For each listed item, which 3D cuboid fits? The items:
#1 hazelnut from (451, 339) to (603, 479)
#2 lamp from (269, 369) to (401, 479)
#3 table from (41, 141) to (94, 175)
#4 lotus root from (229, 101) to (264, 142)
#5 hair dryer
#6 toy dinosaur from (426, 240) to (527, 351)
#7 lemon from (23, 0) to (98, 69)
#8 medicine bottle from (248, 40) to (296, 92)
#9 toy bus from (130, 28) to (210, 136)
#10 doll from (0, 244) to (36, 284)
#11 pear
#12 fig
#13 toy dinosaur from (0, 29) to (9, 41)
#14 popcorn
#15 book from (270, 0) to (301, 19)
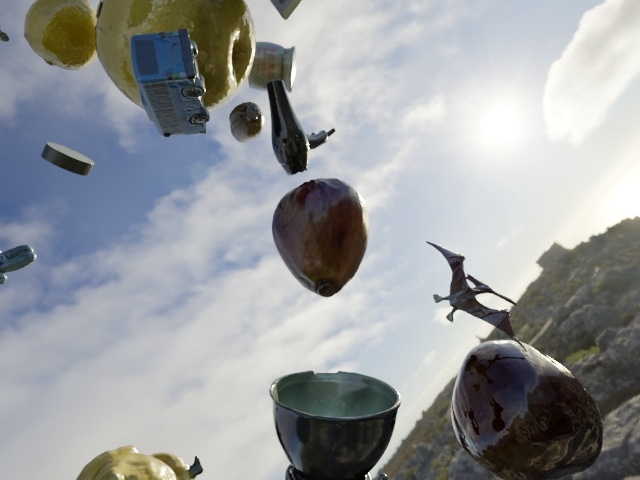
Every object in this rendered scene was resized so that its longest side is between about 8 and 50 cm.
[{"bbox_3d":[0.306,0.256,0.693,0.229,0.229,0.229,-40,-24,-22],"label":"hazelnut"},{"bbox_3d":[0.017,0.278,0.495,0.147,0.172,0.227,-172,85,-77],"label":"lamp"},{"bbox_3d":[-0.743,-0.240,1.313,0.043,0.134,0.133,-61,-23,5],"label":"table"},{"bbox_3d":[-0.145,-0.230,0.873,0.063,0.152,0.072,-18,-78,-19],"label":"lotus root"},{"bbox_3d":[-0.042,-0.298,1.176,0.091,0.235,0.272,-10,7,30],"label":"hair dryer"},{"bbox_3d":[0.232,0.085,0.689,0.108,0.220,0.032,-24,-22,-29],"label":"toy dinosaur"},{"bbox_3d":[-0.660,-0.546,1.159,0.203,0.178,0.178,-61,-22,-4],"label":"lemon"},{"bbox_3d":[-0.148,-0.540,1.393,0.147,0.143,0.147,-174,90,-88],"label":"medicine bottle"},{"bbox_3d":[-0.243,-0.249,0.735,0.106,0.090,0.184,-11,-13,-11],"label":"toy bus"},{"bbox_3d":[-0.683,0.047,0.898,0.180,0.120,0.075,-31,-45,-27],"label":"doll"},{"bbox_3d":[-0.321,-0.449,1.009,0.348,0.348,0.348,-40,-24,-22],"label":"pear"},{"bbox_3d":[0.000,-0.010,1.015,0.224,0.224,0.262,-12,-76,-57],"label":"fig"},{"bbox_3d":[-0.558,-0.342,0.758,0.180,0.058,0.037,-38,-14,37],"label":"toy dinosaur"},{"bbox_3d":[-0.362,0.556,0.908,0.281,0.297,0.315,-33,-17,-30],"label":"popcorn"},{"bbox_3d":[-0.058,-0.649,1.012,0.021,0.310,0.217,24,-61,-41],"label":"book"}]
